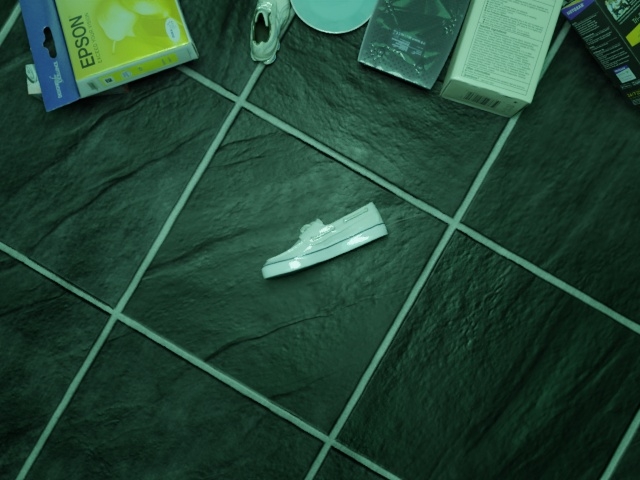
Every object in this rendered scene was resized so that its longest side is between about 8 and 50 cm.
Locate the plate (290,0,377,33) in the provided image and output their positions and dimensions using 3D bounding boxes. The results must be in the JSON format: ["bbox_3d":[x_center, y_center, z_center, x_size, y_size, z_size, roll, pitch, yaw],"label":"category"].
[{"bbox_3d":[0.030,-0.508,1.058,0.188,0.024,0.188,0,89,1],"label":"plate"}]

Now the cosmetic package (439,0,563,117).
[{"bbox_3d":[0.358,-0.415,1.004,0.160,0.113,0.310,19,88,2],"label":"cosmetic package"}]

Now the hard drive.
[{"bbox_3d":[0.190,-0.437,1.036,0.172,0.054,0.255,22,88,2],"label":"hard drive"}]

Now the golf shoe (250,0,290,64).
[{"bbox_3d":[-0.101,-0.444,1.028,0.069,0.086,0.176,7,86,3],"label":"golf shoe"}]

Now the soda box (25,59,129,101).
[{"bbox_3d":[-0.484,-0.323,1.045,0.183,0.058,0.063,-7,88,0],"label":"soda box"}]

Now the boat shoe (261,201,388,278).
[{"bbox_3d":[0.000,0.000,1.014,0.258,0.095,0.084,-21,83,-10],"label":"boat shoe"}]

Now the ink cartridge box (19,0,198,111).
[{"bbox_3d":[-0.425,-0.435,1.004,0.307,0.072,0.304,-20,75,-5],"label":"ink cartridge box"}]

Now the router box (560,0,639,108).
[{"bbox_3d":[0.636,-0.442,0.972,0.309,0.081,0.243,-43,100,-9],"label":"router box"}]
